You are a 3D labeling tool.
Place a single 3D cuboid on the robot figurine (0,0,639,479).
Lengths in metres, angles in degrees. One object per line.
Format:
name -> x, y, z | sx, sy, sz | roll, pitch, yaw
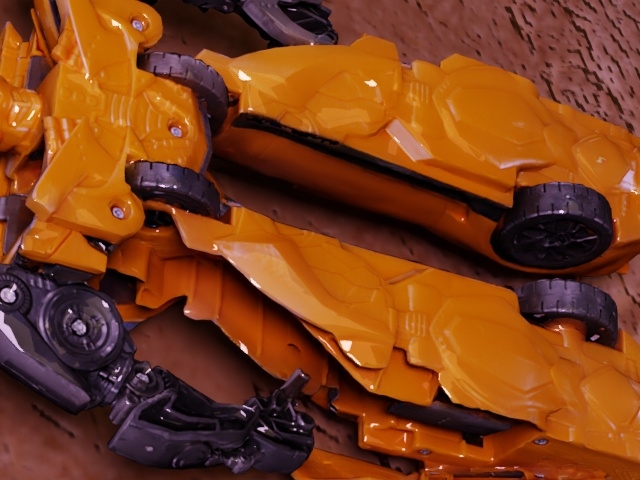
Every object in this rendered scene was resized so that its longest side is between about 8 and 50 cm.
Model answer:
robot figurine -> 0.000, 0.000, 0.623 | 0.291, 0.085, 0.211 | 17, 57, -23
